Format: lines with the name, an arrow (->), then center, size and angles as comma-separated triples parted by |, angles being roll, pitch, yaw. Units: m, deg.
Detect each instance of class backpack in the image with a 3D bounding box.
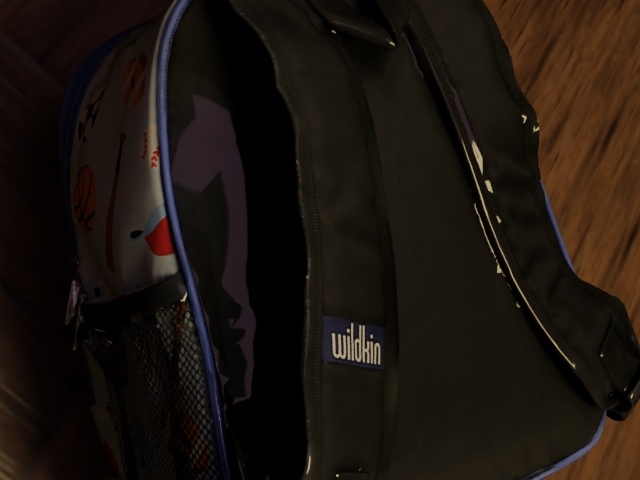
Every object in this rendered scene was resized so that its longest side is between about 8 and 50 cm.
backpack -> 0.000, 0.000, 0.478 | 0.277, 0.213, 0.263 | -12, 95, -43
